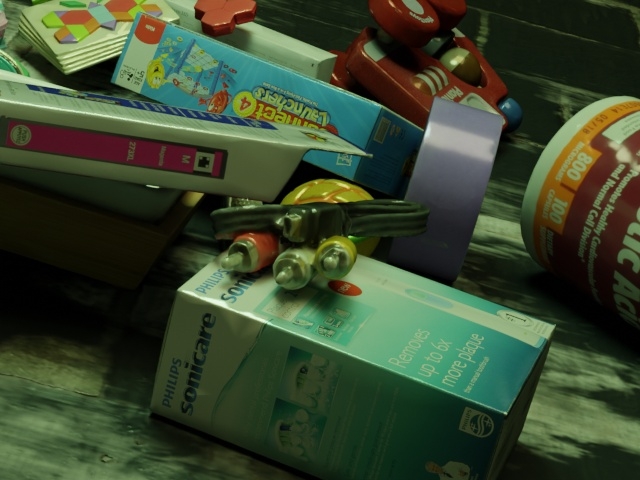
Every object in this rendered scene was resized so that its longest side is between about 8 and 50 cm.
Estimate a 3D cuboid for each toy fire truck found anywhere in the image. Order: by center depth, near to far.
[{"bbox_3d":[0.152,-0.219,2.352,0.254,0.169,0.302,44,28,5],"label":"toy fire truck"}]

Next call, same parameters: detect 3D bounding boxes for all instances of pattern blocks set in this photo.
[{"bbox_3d":[-0.276,-0.276,2.191,0.325,0.026,0.285,-31,44,-31],"label":"pattern blocks set"}]

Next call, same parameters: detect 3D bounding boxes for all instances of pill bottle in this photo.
[{"bbox_3d":[0.422,0.019,1.847,0.224,0.224,0.392,-6,30,-41],"label":"pill bottle"}]

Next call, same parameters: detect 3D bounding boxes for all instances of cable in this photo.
[{"bbox_3d":[0.000,0.000,1.555,0.139,0.072,0.287,4,4,22],"label":"cable"}]

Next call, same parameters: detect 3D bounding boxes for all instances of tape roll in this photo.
[{"bbox_3d":[0.134,-0.056,1.880,0.080,0.189,0.189,16,22,1],"label":"tape roll"}]

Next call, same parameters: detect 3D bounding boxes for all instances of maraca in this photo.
[{"bbox_3d":[0.002,-0.018,1.828,0.127,0.099,0.186,-12,16,-9],"label":"maraca"}]

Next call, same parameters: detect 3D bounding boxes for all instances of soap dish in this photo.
[{"bbox_3d":[-0.262,-0.063,1.735,0.291,0.118,0.229,18,23,4],"label":"soap dish"}]

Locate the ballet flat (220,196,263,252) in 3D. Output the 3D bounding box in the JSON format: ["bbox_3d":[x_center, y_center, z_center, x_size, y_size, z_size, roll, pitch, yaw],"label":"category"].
[{"bbox_3d":[-0.066,-0.004,1.767,0.058,0.084,0.250,1,30,-11],"label":"ballet flat"}]

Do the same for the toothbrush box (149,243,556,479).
[{"bbox_3d":[0.032,0.110,1.511,0.295,0.126,0.216,19,22,13],"label":"toothbrush box"}]

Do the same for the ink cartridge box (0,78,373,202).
[{"bbox_3d":[-0.153,-0.091,1.581,0.371,0.069,0.176,6,10,-14],"label":"ink cartridge box"}]

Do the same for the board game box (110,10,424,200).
[{"bbox_3d":[-0.040,-0.145,1.977,0.302,0.086,0.308,22,2,17],"label":"board game box"}]

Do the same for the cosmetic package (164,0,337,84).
[{"bbox_3d":[-0.103,-0.235,2.263,0.239,0.099,0.060,24,24,19],"label":"cosmetic package"}]

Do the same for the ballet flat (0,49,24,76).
[{"bbox_3d":[-0.459,-0.205,2.002,0.248,0.086,0.086,13,23,-3],"label":"ballet flat"}]

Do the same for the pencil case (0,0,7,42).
[{"bbox_3d":[-0.414,-0.194,1.742,0.124,0.124,0.284,17,24,5],"label":"pencil case"}]
